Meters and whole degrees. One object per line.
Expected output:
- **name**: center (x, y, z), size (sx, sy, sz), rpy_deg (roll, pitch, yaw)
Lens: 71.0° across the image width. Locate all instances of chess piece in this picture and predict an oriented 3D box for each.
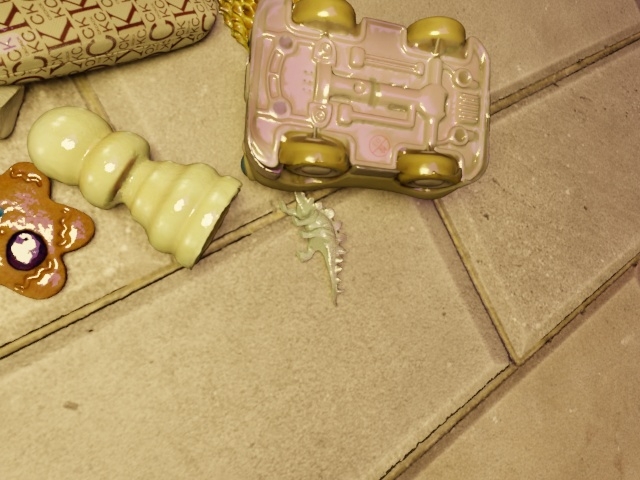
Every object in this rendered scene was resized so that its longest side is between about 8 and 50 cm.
- **chess piece**: center (-0.235, -0.076, 0.562), size (0.243, 0.133, 0.133), rpy_deg (30, 72, -9)

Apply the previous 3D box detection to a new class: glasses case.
- **glasses case**: center (-0.291, -0.289, 0.557), size (0.355, 0.085, 0.137), rpy_deg (-33, 88, -37)

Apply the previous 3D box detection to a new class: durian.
- **durian**: center (-0.082, -0.383, 0.693), size (0.252, 0.144, 0.139), rpy_deg (63, 28, 3)

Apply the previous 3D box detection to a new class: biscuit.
- **biscuit**: center (-0.401, -0.022, 0.523), size (0.236, 0.039, 0.179), rpy_deg (25, 75, -16)

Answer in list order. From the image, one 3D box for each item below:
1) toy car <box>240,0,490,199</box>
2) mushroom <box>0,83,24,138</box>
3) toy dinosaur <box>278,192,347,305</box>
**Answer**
- **toy car**: center (0.056, -0.185, 0.663), size (0.336, 0.226, 0.241), rpy_deg (3, 86, -11)
- **mushroom**: center (-0.455, -0.200, 0.503), size (0.223, 0.081, 0.092), rpy_deg (33, 89, -13)
- **toy dinosaur**: center (0.001, 0.000, 0.688), size (0.082, 0.039, 0.208), rpy_deg (-18, 90, -26)
